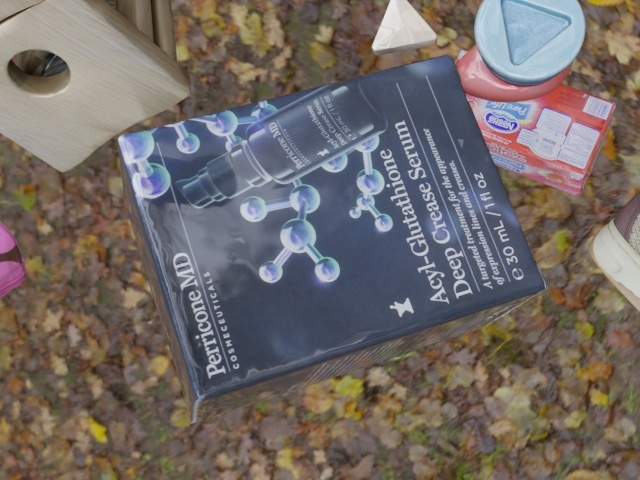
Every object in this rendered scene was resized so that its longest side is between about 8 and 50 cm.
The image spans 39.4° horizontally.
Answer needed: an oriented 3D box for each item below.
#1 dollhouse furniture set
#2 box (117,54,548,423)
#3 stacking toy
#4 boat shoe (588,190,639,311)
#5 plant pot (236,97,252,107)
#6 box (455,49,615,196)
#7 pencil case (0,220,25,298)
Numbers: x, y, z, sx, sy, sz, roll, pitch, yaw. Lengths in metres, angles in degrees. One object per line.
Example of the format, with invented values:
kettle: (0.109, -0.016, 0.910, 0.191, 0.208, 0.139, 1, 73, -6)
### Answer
dollhouse furniture set: (-0.166, -0.090, 0.342, 0.183, 0.129, 0.129, -27, 51, 21)
box: (0.000, 0.000, 1.027, 0.395, 0.212, 0.294, -17, 76, -14)
stacking toy: (0.209, -0.344, 1.111, 0.279, 0.130, 0.309, 11, 84, 9)
boat shoe: (0.270, 0.042, 0.531, 0.092, 0.102, 0.285, -68, 27, 22)
plant pot: (-0.162, -0.132, 1.505, 0.165, 0.167, 0.167, -22, 84, 2)
box: (0.315, -0.184, 1.410, 0.256, 0.122, 0.128, 23, 82, 16)
pencil case: (-0.314, 0.050, 0.688, 0.098, 0.209, 0.095, 16, 124, 13)
